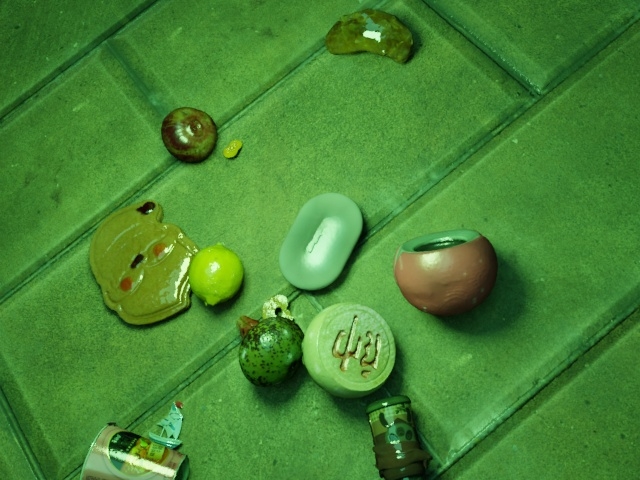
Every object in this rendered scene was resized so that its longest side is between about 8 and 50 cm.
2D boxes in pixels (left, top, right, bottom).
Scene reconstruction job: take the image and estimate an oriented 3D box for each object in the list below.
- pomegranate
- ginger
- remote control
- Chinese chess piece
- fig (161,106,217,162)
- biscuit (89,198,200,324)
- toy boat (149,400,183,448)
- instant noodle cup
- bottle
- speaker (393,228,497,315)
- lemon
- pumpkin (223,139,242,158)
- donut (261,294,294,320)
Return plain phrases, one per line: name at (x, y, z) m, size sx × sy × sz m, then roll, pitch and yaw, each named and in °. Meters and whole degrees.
pomegranate at (-0.162, 0.303, 1.780) m, size 0.214 × 0.214 × 0.248 m, roll -47°, pitch 60°, yaw -7°
ginger at (0.169, -0.715, 2.086) m, size 0.321 × 0.172 × 0.165 m, roll 15°, pitch 35°, yaw 19°
remote control at (0.000, 0.000, 1.900) m, size 0.221 × 0.103 × 0.332 m, roll 23°, pitch 77°, yaw 24°
Chinese chess piece at (0.082, 0.310, 1.716) m, size 0.270 × 0.112 × 0.270 m, roll 8°, pitch 67°, yaw -21°
fig at (-0.459, -0.365, 2.085) m, size 0.205 × 0.205 × 0.205 m, roll -4°, pitch 71°, yaw 10°
biscuit at (-0.592, 0.079, 2.018) m, size 0.350 × 0.078 × 0.455 m, roll -46°, pitch 69°, yaw -2°
toy boat at (-0.451, 0.574, 1.839) m, size 0.105 × 0.034 × 0.149 m, roll 33°, pitch 68°, yaw 23°
instant noodle cup at (-0.521, 0.666, 1.727) m, size 0.255 × 0.244 × 0.244 m, roll 12°, pitch 74°, yaw 6°
bottle at (0.220, 0.567, 1.641) m, size 0.156 × 0.143 × 0.271 m, roll -27°, pitch 63°, yaw 29°
speaker at (0.352, 0.081, 1.704) m, size 0.294 × 0.294 × 0.294 m, roll -4°, pitch 71°, yaw 10°
lemon at (-0.328, 0.111, 1.893) m, size 0.173 × 0.173 × 0.206 m, roll 2°, pitch 61°, yaw 12°
pumpkin at (-0.304, -0.314, 2.111) m, size 0.050 × 0.028 × 0.083 m, roll 28°, pitch 70°, yaw 21°
donut at (-0.132, 0.227, 1.881) m, size 0.097 × 0.043 × 0.108 m, roll -14°, pitch 71°, yaw 7°
